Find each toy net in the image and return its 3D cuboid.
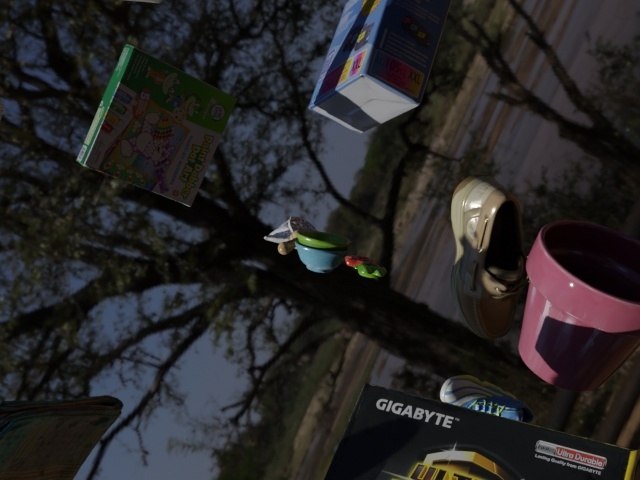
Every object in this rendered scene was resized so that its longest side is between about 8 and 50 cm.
[{"bbox_3d":[0.000,0.000,1.033,0.232,0.122,0.045,-147,63,-67],"label":"toy net"}]

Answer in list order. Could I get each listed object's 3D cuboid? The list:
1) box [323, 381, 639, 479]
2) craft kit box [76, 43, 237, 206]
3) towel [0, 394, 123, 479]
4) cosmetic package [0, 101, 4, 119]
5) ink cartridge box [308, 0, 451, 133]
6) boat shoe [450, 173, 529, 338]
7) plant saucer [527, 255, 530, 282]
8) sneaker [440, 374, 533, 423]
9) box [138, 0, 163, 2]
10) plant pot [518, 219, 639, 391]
[{"bbox_3d":[0.149,0.311,0.833,0.257,0.321,0.079,-64,-37,-24],"label":"box"},{"bbox_3d":[-0.323,-0.223,1.561,0.061,0.246,0.250,27,95,50],"label":"craft kit box"},{"bbox_3d":[-0.496,0.406,1.250,0.370,0.040,0.271,-56,-25,8],"label":"towel"},{"bbox_3d":[-0.628,-0.192,1.131,0.224,0.224,0.138,75,-153,-78],"label":"cosmetic package"},{"bbox_3d":[0.144,-0.461,1.699,0.270,0.151,0.396,-14,53,64],"label":"ink cartridge box"},{"bbox_3d":[0.305,0.052,1.378,0.121,0.110,0.341,-26,-56,-17],"label":"boat shoe"},{"bbox_3d":[0.497,0.068,1.764,0.015,0.083,0.083,-28,-29,-38],"label":"plant saucer"},{"bbox_3d":[0.396,0.374,1.800,0.126,0.240,0.091,11,85,60],"label":"sneaker"},{"bbox_3d":[-0.339,-0.558,1.380,0.148,0.232,0.126,-9,-6,-41],"label":"box"},{"bbox_3d":[0.364,0.099,1.070,0.201,0.201,0.180,-61,-13,-59],"label":"plant pot"}]
